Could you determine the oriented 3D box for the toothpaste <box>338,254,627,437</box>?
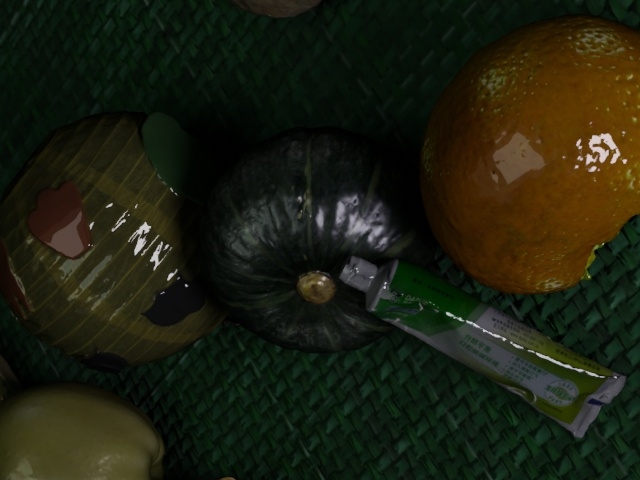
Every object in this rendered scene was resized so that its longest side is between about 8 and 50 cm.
[{"bbox_3d":[0.127,0.080,1.460,0.248,0.047,0.078,29,123,-3],"label":"toothpaste"}]

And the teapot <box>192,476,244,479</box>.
[{"bbox_3d":[-0.118,0.348,1.725,0.203,0.167,0.311,38,123,30],"label":"teapot"}]

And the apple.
[{"bbox_3d":[-0.255,0.234,1.820,0.200,0.200,0.200,10,105,41],"label":"apple"}]

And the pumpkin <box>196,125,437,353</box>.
[{"bbox_3d":[-0.001,-0.001,1.546,0.211,0.211,0.152,-47,23,38],"label":"pumpkin"}]

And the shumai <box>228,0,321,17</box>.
[{"bbox_3d":[-0.065,-0.296,1.582,0.201,0.120,0.201,6,99,42],"label":"shumai"}]

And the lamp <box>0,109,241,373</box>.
[{"bbox_3d":[-0.169,0.016,1.676,0.284,0.250,0.250,38,132,-16],"label":"lamp"}]

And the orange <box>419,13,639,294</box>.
[{"bbox_3d":[0.164,-0.068,1.387,0.237,0.158,0.179,-50,49,39],"label":"orange"}]

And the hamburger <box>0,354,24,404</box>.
[{"bbox_3d":[-0.403,0.194,1.996,0.210,0.116,0.173,53,131,22],"label":"hamburger"}]
